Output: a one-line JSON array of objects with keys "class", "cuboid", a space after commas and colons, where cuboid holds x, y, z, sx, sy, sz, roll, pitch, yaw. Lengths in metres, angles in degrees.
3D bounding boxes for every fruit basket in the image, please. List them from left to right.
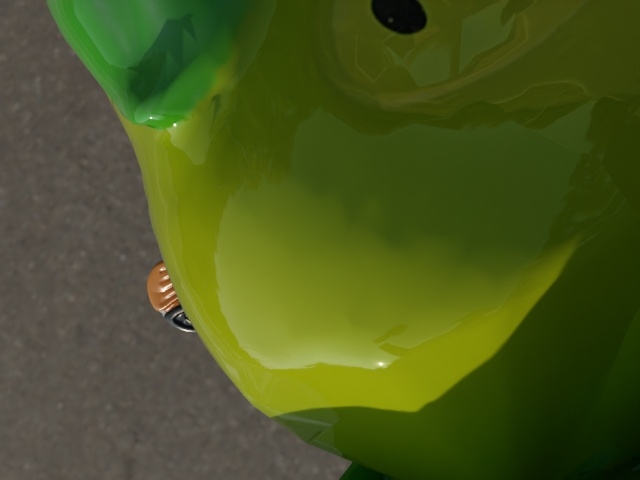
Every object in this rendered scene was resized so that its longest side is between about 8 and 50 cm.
[{"class": "fruit basket", "cuboid": [0.103, 0.022, 0.404, 0.283, 0.392, 0.392, 10, 140, 48]}]

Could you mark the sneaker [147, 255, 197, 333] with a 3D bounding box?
[{"class": "sneaker", "cuboid": [0.000, 0.000, 1.201, 0.262, 0.121, 0.099, 1, 128, 3]}]
